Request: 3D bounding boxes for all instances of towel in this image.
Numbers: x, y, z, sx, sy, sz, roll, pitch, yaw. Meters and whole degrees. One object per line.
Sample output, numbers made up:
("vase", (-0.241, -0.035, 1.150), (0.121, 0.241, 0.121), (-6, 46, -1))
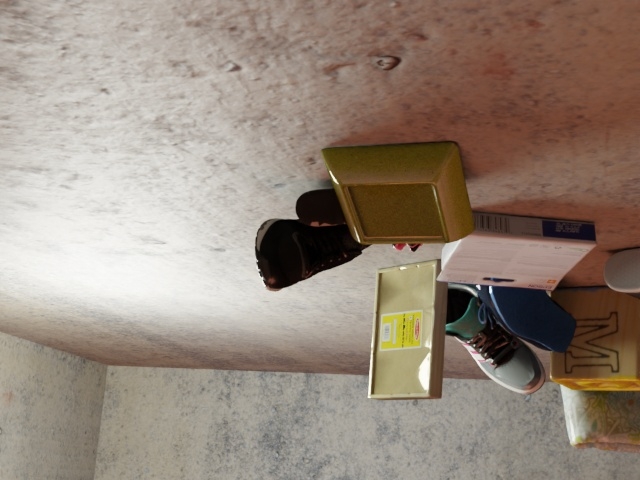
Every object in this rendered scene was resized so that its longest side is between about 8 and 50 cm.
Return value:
("towel", (0.723, 0.332, 2.217), (0.374, 0.320, 0.090), (8, 144, -15))

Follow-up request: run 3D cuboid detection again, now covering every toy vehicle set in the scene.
("toy vehicle set", (0.173, 0.180, 1.891), (0.035, 0.267, 0.166), (17, 162, -40))

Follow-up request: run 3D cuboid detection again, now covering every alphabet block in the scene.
("alphabet block", (0.604, 0.212, 2.036), (0.193, 0.197, 0.192), (-4, 163, 30))

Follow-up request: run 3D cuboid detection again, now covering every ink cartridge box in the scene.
("ink cartridge box", (0.326, 0.021, 1.633), (0.223, 0.045, 0.224), (5, 157, -5))

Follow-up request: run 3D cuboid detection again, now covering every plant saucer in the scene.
("plant saucer", (0.108, -0.052, 1.326), (0.188, 0.045, 0.188), (-1, 142, 18))

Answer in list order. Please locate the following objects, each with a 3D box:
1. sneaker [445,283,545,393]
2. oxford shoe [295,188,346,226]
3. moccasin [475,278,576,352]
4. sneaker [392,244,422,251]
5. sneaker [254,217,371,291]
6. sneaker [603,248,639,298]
("sneaker", (0.333, 0.190, 1.979), (0.295, 0.124, 0.178), (44, -175, 30))
("oxford shoe", (0.072, -0.052, 1.459), (0.212, 0.076, 0.076), (7, -171, 5))
("moccasin", (0.379, 0.137, 1.875), (0.117, 0.138, 0.342), (19, 163, 44))
("sneaker", (0.166, -0.009, 1.588), (0.119, 0.057, 0.047), (-10, 158, 40))
("sneaker", (0.000, 0.000, 1.493), (0.124, 0.107, 0.283), (-10, -171, 25))
("sneaker", (0.660, 0.063, 1.659), (0.296, 0.104, 0.147), (-1, 167, 42))
